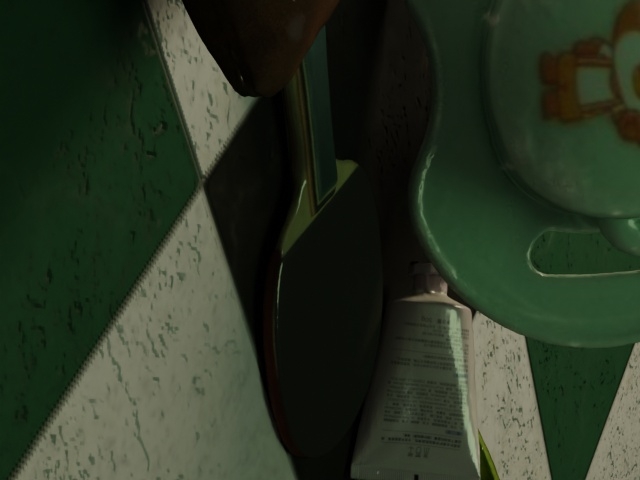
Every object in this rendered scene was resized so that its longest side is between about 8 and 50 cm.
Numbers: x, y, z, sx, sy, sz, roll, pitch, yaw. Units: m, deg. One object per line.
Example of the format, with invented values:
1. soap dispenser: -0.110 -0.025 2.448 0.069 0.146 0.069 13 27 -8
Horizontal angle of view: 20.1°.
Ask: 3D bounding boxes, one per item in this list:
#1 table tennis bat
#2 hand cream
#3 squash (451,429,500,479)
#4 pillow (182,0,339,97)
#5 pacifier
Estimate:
1. table tennis bat: 0.000 0.000 1.034 0.154 0.021 0.274 -51 142 -51
2. hand cream: 0.065 0.085 1.145 0.053 0.084 0.142 138 -42 -78
3. squash: 0.053 0.230 1.195 0.111 0.203 0.288 32 31 -63
4. pillow: -0.020 -0.274 0.820 0.308 0.108 0.305 -64 144 -43
5. pacifier: 0.181 -0.110 1.177 0.269 0.288 0.343 -123 -148 -82
